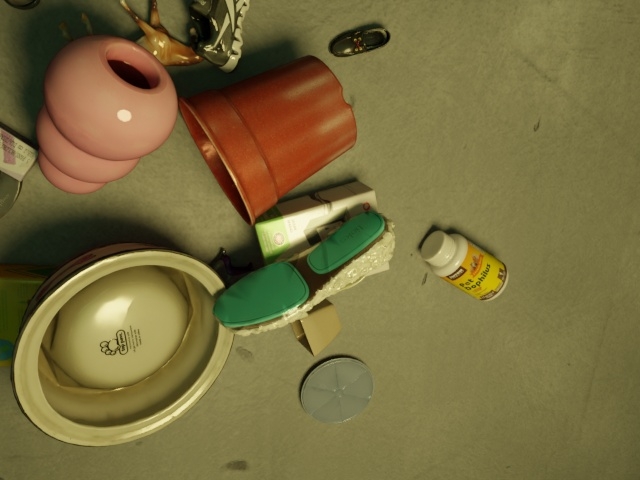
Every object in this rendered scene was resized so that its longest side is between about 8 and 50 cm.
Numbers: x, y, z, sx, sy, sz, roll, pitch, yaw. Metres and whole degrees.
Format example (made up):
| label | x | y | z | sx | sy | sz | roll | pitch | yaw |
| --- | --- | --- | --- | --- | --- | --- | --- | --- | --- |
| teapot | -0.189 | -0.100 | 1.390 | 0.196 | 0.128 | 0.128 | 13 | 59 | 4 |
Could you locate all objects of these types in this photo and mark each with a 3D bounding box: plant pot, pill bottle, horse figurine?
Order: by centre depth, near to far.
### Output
| label | x | y | z | sx | sy | sz | roll | pitch | yaw |
| --- | --- | --- | --- | --- | --- | --- | --- | --- | --- |
| horse figurine | -0.359 | -0.363 | 0.888 | 0.263 | 0.066 | 0.174 | -38 | 130 | -10 |
| plant pot | -0.091 | -0.210 | 0.925 | 0.265 | 0.272 | 0.272 | -31 | 112 | -13 |
| plant pot | -0.012 | 0.195 | 1.147 | 0.096 | 0.109 | 0.109 | -26 | 112 | -19 |
| pill bottle | 0.359 | 0.060 | 1.189 | 0.215 | 0.117 | 0.117 | 29 | 98 | -21 |

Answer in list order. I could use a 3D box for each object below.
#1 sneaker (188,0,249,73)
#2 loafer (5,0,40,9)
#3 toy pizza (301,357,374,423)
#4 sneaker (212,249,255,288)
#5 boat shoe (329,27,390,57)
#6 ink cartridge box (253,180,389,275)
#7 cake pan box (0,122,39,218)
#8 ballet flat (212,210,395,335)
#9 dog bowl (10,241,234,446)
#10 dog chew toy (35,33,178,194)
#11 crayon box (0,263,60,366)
| label | x | y | z | sx | sy | sz | roll | pitch | yaw |
| --- | --- | --- | --- | --- | --- | --- | --- | --- | --- |
| sneaker | -0.190 | -0.444 | 0.885 | 0.106 | 0.078 | 0.234 | 2 | 101 | -45 |
| loafer | -0.544 | -0.534 | 0.784 | 0.096 | 0.084 | 0.267 | -17 | 110 | -9 |
| toy pizza | 0.046 | 0.396 | 1.259 | 0.201 | 0.032 | 0.201 | -4 | 109 | -12 |
| sneaker | -0.153 | 0.113 | 1.094 | 0.224 | 0.083 | 0.098 | 32 | 92 | -20 |
| boat shoe | 0.084 | -0.423 | 1.007 | 0.133 | 0.042 | 0.048 | -17 | 112 | -7 |
| ink cartridge box | 0.000 | 0.000 | 1.077 | 0.273 | 0.115 | 0.198 | -17 | 111 | -9 |
| cake pan box | -0.693 | -0.138 | 0.859 | 0.267 | 0.070 | 0.245 | 37 | 90 | -28 |
| ballet flat | -0.014 | 0.090 | 0.975 | 0.409 | 0.147 | 0.147 | -30 | 112 | -4 |
| dog bowl | -0.384 | 0.185 | 0.942 | 0.408 | 0.150 | 0.407 | -17 | 119 | -34 |
| dog chew toy | -0.397 | -0.198 | 0.842 | 0.207 | 0.206 | 0.332 | 37 | 132 | -22 |
| crayon box | -0.599 | 0.156 | 0.988 | 0.319 | 0.081 | 0.202 | 4 | 106 | -17 |
